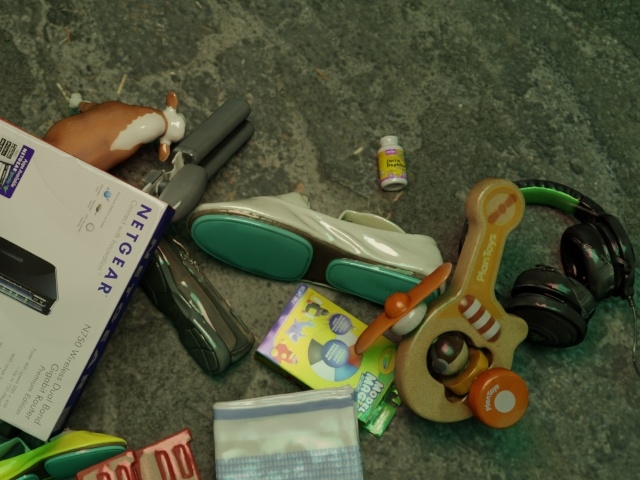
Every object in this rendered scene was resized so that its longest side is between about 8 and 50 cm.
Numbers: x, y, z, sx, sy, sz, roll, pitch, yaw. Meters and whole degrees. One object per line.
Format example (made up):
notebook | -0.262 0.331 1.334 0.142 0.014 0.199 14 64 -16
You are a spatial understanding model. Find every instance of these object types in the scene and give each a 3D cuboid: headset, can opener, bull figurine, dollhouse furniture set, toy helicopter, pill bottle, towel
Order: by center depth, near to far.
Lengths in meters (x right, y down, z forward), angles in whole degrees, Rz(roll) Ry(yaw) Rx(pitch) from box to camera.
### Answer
dollhouse furniture set | -0.179 0.452 1.205 0.152 0.201 0.374 -17 73 -13
towel | -0.037 0.350 1.322 0.209 0.034 0.285 -4 83 -8
toy helicopter | 0.193 0.080 1.346 0.234 0.140 0.355 15 91 -17
bull figurine | -0.344 -0.143 1.399 0.188 0.101 0.310 14 35 38
can opener | -0.167 -0.111 1.417 0.095 0.076 0.283 14 44 26
headset | 0.389 0.055 1.435 0.243 0.185 0.394 -40 69 -18
pill bottle | 0.114 -0.124 1.534 0.043 0.043 0.083 -3 71 -9

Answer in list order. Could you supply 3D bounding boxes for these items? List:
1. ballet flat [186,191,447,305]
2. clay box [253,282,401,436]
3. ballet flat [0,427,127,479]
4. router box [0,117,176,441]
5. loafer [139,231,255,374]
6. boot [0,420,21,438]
ballet flat | 0.000 0.000 1.444 0.400 0.139 0.139 16 69 -7
clay box | 0.029 0.177 1.411 0.222 0.053 0.127 32 70 5
ballet flat | -0.383 0.296 1.304 0.231 0.077 0.077 -21 58 -13
router box | -0.395 0.036 1.223 0.301 0.082 0.336 26 86 1
loafer | -0.198 0.070 1.409 0.084 0.096 0.268 -30 84 -37
boot | -0.467 0.054 1.346 0.284 0.138 0.377 22 75 0
